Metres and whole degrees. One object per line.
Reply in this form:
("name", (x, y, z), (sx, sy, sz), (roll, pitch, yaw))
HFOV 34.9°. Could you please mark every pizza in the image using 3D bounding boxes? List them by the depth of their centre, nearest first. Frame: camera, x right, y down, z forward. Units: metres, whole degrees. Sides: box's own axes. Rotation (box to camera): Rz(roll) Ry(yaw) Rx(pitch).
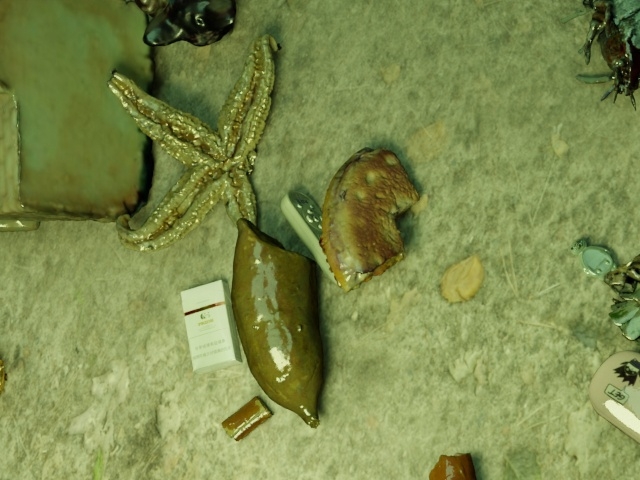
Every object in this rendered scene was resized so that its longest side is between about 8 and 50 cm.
("pizza", (0.078, -0.037, 1.761), (0.161, 0.085, 0.305), (22, 54, -11))

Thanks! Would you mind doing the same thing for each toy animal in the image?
("toy animal", (-0.253, -0.476, 1.890), (0.194, 0.344, 0.303), (-5, 61, 19))

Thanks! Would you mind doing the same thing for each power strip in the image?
("power strip", (0.447, 0.028, 1.675), (0.055, 0.035, 0.083), (-46, 68, -1))

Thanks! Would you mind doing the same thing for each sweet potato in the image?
("sweet potato", (-0.072, 0.141, 1.739), (0.158, 0.158, 0.370), (-10, 75, 14))

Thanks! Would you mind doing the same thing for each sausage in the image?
("sausage", (0.256, 0.470, 1.566), (0.103, 0.076, 0.302), (-33, 66, 6))

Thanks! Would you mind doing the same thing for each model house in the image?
("model house", (-0.579, -0.242, 1.939), (0.400, 0.395, 0.445), (-5, 88, 32))

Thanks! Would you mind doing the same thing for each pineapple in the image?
("pineapple", (0.563, 0.044, 1.563), (0.272, 0.262, 0.262), (-47, 63, 24))

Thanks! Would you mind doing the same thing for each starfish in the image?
("starfish", (-0.237, -0.185, 1.896), (0.324, 0.082, 0.432), (2, 83, -7))

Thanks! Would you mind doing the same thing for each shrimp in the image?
("shrimp", (0.518, -0.403, 1.734), (0.221, 0.166, 0.410), (13, 81, -7))

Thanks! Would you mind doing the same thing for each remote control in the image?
("remote control", (0.000, 0.000, 1.801), (0.042, 0.078, 0.221), (-47, 64, 26))

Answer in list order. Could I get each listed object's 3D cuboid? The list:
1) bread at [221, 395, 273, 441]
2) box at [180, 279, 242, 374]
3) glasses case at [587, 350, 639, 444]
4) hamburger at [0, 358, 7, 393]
("bread", (-0.128, 0.308, 1.762), (0.083, 0.036, 0.047), (-38, 63, 0))
("box", (-0.197, 0.155, 1.831), (0.084, 0.040, 0.154), (-18, 67, 14))
("glasses case", (0.551, 0.284, 1.535), (0.314, 0.075, 0.122), (37, 89, 24))
("hamburger", (-0.752, 0.267, 1.905), (0.318, 0.158, 0.318), (-5, 70, 14))
